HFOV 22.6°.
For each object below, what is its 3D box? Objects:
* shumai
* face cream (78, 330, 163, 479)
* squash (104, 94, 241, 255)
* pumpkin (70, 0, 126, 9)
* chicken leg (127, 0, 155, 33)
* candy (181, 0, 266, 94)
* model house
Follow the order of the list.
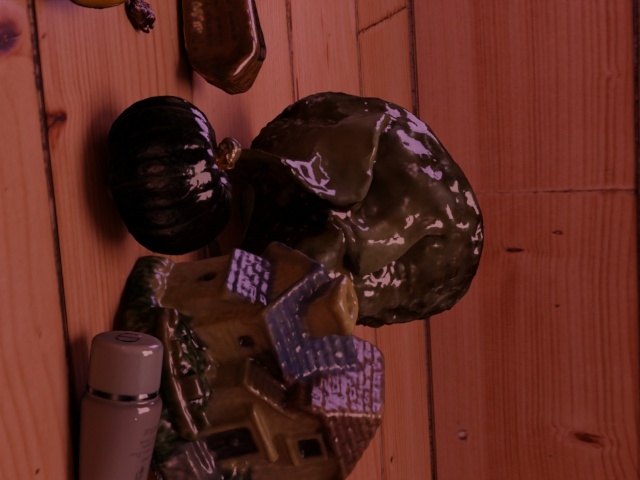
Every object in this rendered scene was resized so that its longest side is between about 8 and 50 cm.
[{"bbox_3d":[0.000,0.000,2.237,0.348,0.395,0.395,-33,125,-46],"label":"shumai"},{"bbox_3d":[-0.227,0.259,1.780,0.143,0.089,0.315,-31,127,-75],"label":"face cream"},{"bbox_3d":[-0.173,-0.073,1.851,0.193,0.155,0.193,-175,-90,-80],"label":"squash"},{"bbox_3d":[-0.223,-0.368,1.744,0.312,0.148,0.169,-30,158,-45],"label":"pumpkin"},{"bbox_3d":[-0.220,-0.281,1.932,0.083,0.021,0.036,62,41,-53],"label":"chicken leg"},{"bbox_3d":[-0.135,-0.332,2.118,0.143,0.101,0.271,-12,96,-81],"label":"candy"},{"bbox_3d":[-0.068,0.169,1.948,0.261,0.266,0.321,-84,159,-55],"label":"model house"}]
